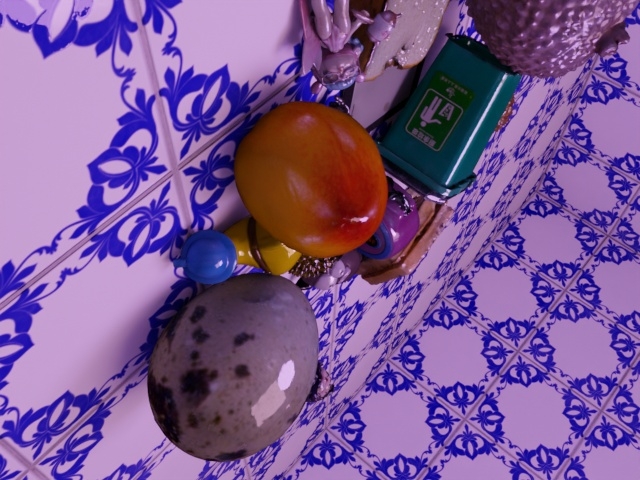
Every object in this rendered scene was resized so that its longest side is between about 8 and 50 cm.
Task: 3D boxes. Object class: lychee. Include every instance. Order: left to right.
[{"bbox_3d":[0.515,-0.567,1.581,0.380,0.432,0.380,-33,160,-14],"label":"lychee"}]

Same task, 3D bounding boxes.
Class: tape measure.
[{"bbox_3d":[0.147,-0.077,1.846,0.149,0.232,0.245,-42,158,-30],"label":"tape measure"}]

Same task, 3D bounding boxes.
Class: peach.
[{"bbox_3d":[-0.002,-0.111,1.348,0.289,0.308,0.289,-41,146,-36],"label":"peach"}]

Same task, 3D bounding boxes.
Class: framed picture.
[{"bbox_3d":[0.150,-0.369,1.695,0.347,0.016,0.265,-40,156,-33],"label":"framed picture"}]

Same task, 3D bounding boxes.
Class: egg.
[{"bbox_3d":[-0.180,0.263,1.530,0.345,0.345,0.428,87,28,-60],"label":"egg"}]

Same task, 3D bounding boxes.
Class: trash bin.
[{"bbox_3d":[0.345,-0.313,1.823,0.295,0.259,0.381,-25,149,-57],"label":"trash bin"}]

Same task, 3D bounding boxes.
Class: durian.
[{"bbox_3d":[0.000,0.000,1.757,0.237,0.138,0.193,-51,158,5],"label":"durian"}]

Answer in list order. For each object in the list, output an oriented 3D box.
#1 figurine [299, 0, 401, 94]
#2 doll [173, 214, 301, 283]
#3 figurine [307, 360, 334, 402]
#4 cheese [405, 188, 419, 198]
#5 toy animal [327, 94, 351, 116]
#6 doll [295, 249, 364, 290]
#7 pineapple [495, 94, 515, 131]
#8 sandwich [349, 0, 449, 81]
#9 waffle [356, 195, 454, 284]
[{"bbox_3d":[0.041,-0.386,1.285,0.205,0.102,0.260,-23,149,-8],"label":"figurine"},{"bbox_3d":[-0.147,0.014,1.485,0.363,0.145,0.199,-14,-178,-39],"label":"doll"},{"bbox_3d":[-0.036,0.472,2.331,0.145,0.145,0.222,-49,147,-13],"label":"figurine"},{"bbox_3d":[0.311,-0.160,2.339,0.194,0.043,0.065,-41,151,-25],"label":"cheese"},{"bbox_3d":[-0.002,-0.211,1.555,0.148,0.084,0.232,12,120,-47],"label":"toy animal"},{"bbox_3d":[0.031,0.070,1.992,0.182,0.117,0.257,-53,163,18],"label":"doll"},{"bbox_3d":[0.487,-0.409,2.139,0.202,0.202,0.362,-58,170,13],"label":"pineapple"},{"bbox_3d":[0.155,-0.456,1.441,0.273,0.095,0.249,-31,147,-44],"label":"sandwich"},{"bbox_3d":[0.238,-0.004,2.136,0.261,0.114,0.376,-55,-175,-15],"label":"waffle"}]
